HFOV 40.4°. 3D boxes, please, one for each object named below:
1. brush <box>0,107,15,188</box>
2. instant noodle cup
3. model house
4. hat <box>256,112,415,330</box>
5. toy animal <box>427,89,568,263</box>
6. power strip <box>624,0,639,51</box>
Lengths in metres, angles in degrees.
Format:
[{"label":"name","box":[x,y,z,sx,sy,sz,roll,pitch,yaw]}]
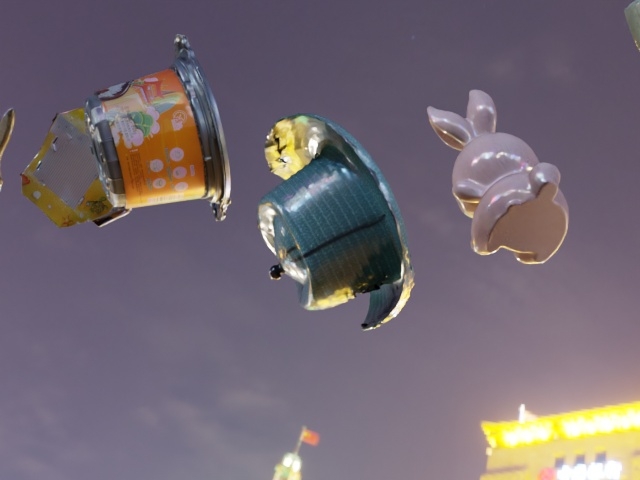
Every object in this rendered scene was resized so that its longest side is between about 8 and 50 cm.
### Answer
[{"label":"brush","box":[-0.523,-0.129,1.399,0.070,0.021,0.196,41,-65,24]},{"label":"instant noodle cup","box":[-0.186,-0.109,0.960,0.177,0.125,0.208,170,-96,-73]},{"label":"model house","box":[-0.405,-0.114,1.598,0.219,0.136,0.207,35,-85,21]},{"label":"hat","box":[0.000,0.000,0.558,0.138,0.077,0.191,58,-8,11]},{"label":"toy animal","box":[0.197,-0.074,0.972,0.124,0.213,0.124,-8,-47,-9]},{"label":"power strip","box":[0.498,-0.301,1.113,0.078,0.272,0.052,67,-21,0]}]
